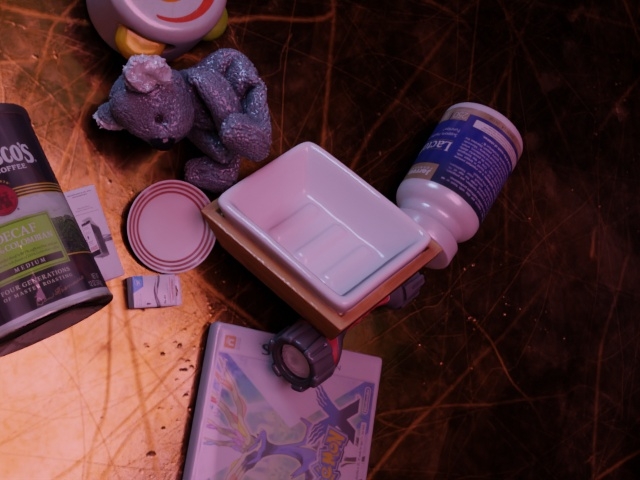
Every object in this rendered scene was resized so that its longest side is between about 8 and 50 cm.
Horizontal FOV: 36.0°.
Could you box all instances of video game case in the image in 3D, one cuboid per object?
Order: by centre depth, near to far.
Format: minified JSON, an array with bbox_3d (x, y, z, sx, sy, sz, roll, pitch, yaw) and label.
[{"bbox_3d":[-0.057,0.315,1.522,0.300,0.036,0.329,15,76,-25],"label":"video game case"}]

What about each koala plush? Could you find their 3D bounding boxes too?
[{"bbox_3d":[-0.209,-0.197,1.442,0.221,0.196,0.203,5,69,-27],"label":"koala plush"}]

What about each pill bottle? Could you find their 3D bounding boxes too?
[{"bbox_3d":[0.221,-0.091,1.665,0.153,0.153,0.265,40,66,-17],"label":"pill bottle"}]

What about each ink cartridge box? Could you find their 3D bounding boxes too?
[{"bbox_3d":[-0.337,0.000,1.383,0.056,0.099,0.135,-20,93,-35],"label":"ink cartridge box"},{"bbox_3d":[-0.242,0.075,1.463,0.083,0.028,0.048,-3,84,-29],"label":"ink cartridge box"}]

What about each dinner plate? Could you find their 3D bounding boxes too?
[{"bbox_3d":[-0.224,-0.020,1.486,0.141,0.017,0.141,0,90,-26],"label":"dinner plate"}]

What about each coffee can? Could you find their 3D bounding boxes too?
[{"bbox_3d":[-0.414,-0.008,1.260,0.201,0.201,0.275,-24,84,-29],"label":"coffee can"}]

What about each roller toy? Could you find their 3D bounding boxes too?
[{"bbox_3d":[-0.243,-0.370,1.461,0.209,0.146,0.191,-31,97,-28],"label":"roller toy"}]

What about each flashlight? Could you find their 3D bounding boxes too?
[{"bbox_3d":[0.052,0.122,1.553,0.103,0.103,0.304,36,44,24],"label":"flashlight"}]

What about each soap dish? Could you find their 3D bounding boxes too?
[{"bbox_3d":[0.000,0.000,1.484,0.291,0.118,0.229,39,55,23],"label":"soap dish"}]
